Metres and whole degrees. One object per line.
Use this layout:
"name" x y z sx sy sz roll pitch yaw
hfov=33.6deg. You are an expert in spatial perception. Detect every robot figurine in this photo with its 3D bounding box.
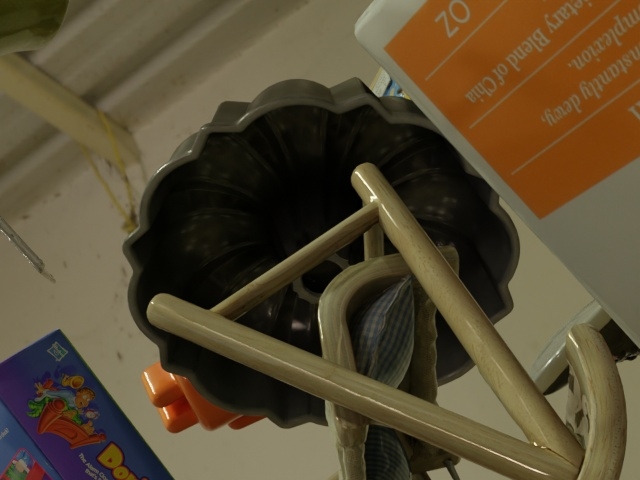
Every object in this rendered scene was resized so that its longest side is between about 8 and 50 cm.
"robot figurine" -0.105 0.147 1.287 0.219 0.158 0.128 -27 -9 -10

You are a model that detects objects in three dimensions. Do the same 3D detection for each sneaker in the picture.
"sneaker" 0.359 0.108 1.142 0.296 0.147 0.104 -37 -5 -20

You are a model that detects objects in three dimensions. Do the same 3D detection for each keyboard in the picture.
"keyboard" -0.396 -0.047 1.220 0.014 0.256 0.072 -42 -9 -15

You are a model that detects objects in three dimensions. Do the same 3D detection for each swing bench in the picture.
"swing bench" 0.058 0.141 0.605 0.165 0.255 0.253 -34 -38 -25

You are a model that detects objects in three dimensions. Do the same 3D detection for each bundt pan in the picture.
"bundt pan" 0.000 0.000 0.923 0.331 0.124 0.330 -1 -58 -2

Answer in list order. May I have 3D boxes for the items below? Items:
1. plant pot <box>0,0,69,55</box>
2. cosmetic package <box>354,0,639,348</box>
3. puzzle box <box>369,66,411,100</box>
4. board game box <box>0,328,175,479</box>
"plant pot" -0.519 -0.354 1.330 0.353 0.366 0.366 -9 -42 -40
"cosmetic package" 0.257 -0.029 0.515 0.161 0.453 0.230 -44 0 -34
"puzzle box" 0.158 -0.180 1.274 0.052 0.272 0.409 0 -29 -18
"board game box" -0.246 0.254 0.852 0.347 0.233 0.078 -39 -2 38
